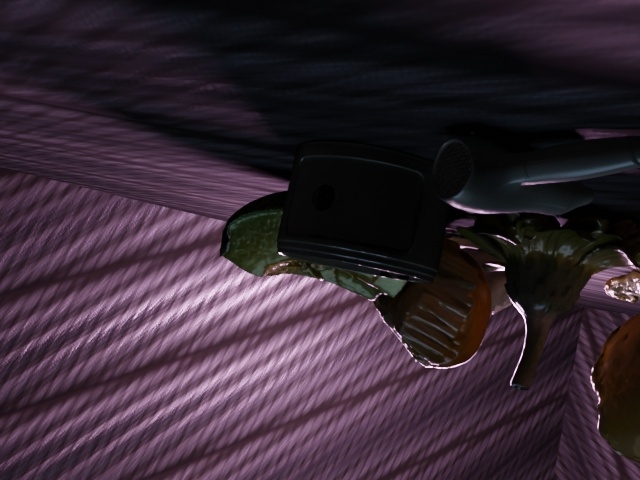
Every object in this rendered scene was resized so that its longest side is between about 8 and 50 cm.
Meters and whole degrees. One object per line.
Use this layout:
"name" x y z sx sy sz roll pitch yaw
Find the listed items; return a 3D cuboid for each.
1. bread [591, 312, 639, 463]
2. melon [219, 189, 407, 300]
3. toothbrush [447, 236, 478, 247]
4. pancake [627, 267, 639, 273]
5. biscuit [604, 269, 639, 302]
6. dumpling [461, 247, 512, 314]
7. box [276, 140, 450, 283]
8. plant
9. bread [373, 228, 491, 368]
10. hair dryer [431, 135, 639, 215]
"bread" 0.548 0.138 0.633 0.361 0.250 0.394 24 148 7
"melon" 0.000 0.000 1.120 0.344 0.226 0.331 25 -175 -8
"toothbrush" 0.326 0.002 1.410 0.295 0.026 0.028 10 -166 35
"pancake" 0.654 0.055 1.017 0.283 0.048 0.282 12 175 1
"biscuit" 0.776 0.112 1.320 0.329 0.078 0.335 11 177 -34
"dumpling" 0.379 0.078 1.476 0.318 0.187 0.243 -5 -145 -38
"box" 0.062 -0.033 0.828 0.226 0.149 0.226 11 175 1
"plant" 0.376 0.055 0.926 0.261 0.296 0.306 -20 150 13
"bread" 0.221 0.112 1.213 0.183 0.236 0.388 30 -163 -5
"hair dryer" 0.253 -0.066 0.563 0.207 0.075 0.237 6 172 -33
